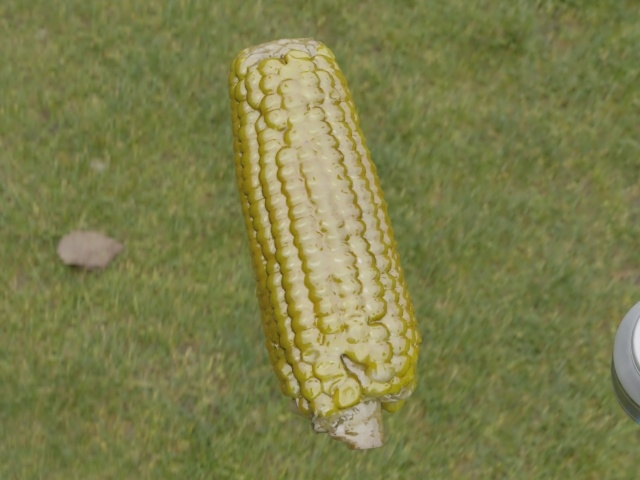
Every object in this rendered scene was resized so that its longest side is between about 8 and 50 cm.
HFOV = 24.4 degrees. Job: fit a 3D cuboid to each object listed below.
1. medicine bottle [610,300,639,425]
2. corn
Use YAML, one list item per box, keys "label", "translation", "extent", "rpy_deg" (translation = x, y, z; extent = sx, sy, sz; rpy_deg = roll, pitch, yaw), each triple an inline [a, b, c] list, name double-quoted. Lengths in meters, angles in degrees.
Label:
- label: "medicine bottle"
  translation: [0.292, 0.098, 1.210]
  extent: [0.107, 0.191, 0.107]
  rpy_deg: [-2, 77, 9]
- label: "corn"
  translation: [0.000, 0.000, 0.906]
  extent: [0.097, 0.097, 0.262]
  rpy_deg: [-9, 77, -16]
